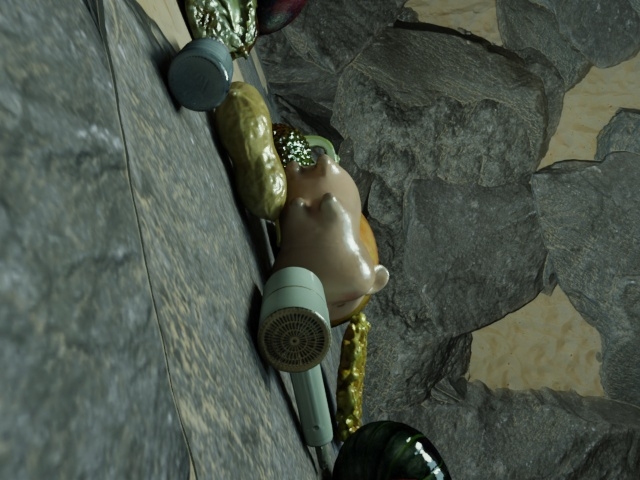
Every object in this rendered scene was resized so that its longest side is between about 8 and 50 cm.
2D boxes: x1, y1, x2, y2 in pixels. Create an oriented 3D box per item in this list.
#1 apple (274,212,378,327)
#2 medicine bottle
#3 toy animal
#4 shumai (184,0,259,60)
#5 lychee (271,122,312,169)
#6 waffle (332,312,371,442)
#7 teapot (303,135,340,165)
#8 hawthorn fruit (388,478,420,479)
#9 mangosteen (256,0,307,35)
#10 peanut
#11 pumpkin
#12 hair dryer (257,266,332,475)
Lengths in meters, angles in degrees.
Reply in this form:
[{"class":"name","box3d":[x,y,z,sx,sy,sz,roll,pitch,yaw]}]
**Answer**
[{"class":"apple","box3d":[0.009,0.069,1.209,0.314,0.252,0.309,-12,82,-43]},{"class":"medicine bottle","box3d":[-0.169,-0.255,0.703,0.203,0.084,0.083,-100,172,-60]},{"class":"toy animal","box3d":[0.000,0.000,0.954,0.269,0.237,0.326,67,20,-47]},{"class":"shumai","box3d":[-0.190,-0.452,0.949,0.184,0.142,0.184,163,-90,-89]},{"class":"lychee","box3d":[-0.101,-0.184,1.061,0.171,0.171,0.171,-17,90,-87]},{"class":"waffle","box3d":[0.080,0.351,1.186,0.325,0.068,0.302,79,18,-51]},{"class":"teapot","box3d":[-0.026,-0.201,1.725,0.239,0.240,0.321,70,2,-64]},{"class":"hawthorn fruit","box3d":[0.125,0.449,0.634,0.307,0.265,0.265,-169,-118,-84]},{"class":"mangosteen","box3d":[-0.177,-0.635,1.103,0.359,0.306,0.306,-46,124,-50]},{"class":"peanut","box3d":[-0.127,-0.160,0.870,0.117,0.101,0.263,-32,109,-61]},{"class":"pumpkin","box3d":[0.142,0.453,0.877,0.250,0.216,0.249,24,-54,37]},{"class":"hair dryer","box3d":[-0.023,0.233,0.777,0.173,0.108,0.357,-97,179,-72]}]
